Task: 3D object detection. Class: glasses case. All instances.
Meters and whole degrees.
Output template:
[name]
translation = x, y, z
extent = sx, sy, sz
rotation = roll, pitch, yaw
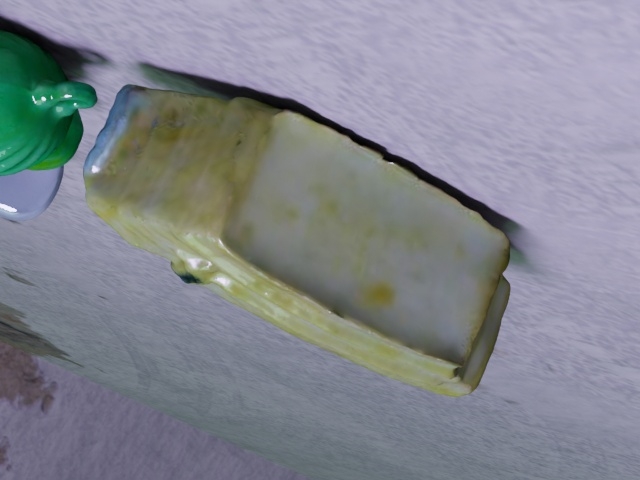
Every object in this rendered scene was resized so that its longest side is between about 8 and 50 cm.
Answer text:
[glasses case]
translation = -0.273, -0.069, 1.280
extent = 0.178, 0.067, 0.045
rotation = 20, 166, 5

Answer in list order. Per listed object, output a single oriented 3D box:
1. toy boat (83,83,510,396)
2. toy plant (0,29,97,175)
[toy boat]
translation = 0.002, -0.001, 1.015
extent = 0.276, 0.111, 0.084
rotation = 29, 161, -20
[toy plant]
translation = -0.210, -0.076, 1.079
extent = 0.200, 0.105, 0.143
rotation = 2, 168, 26
